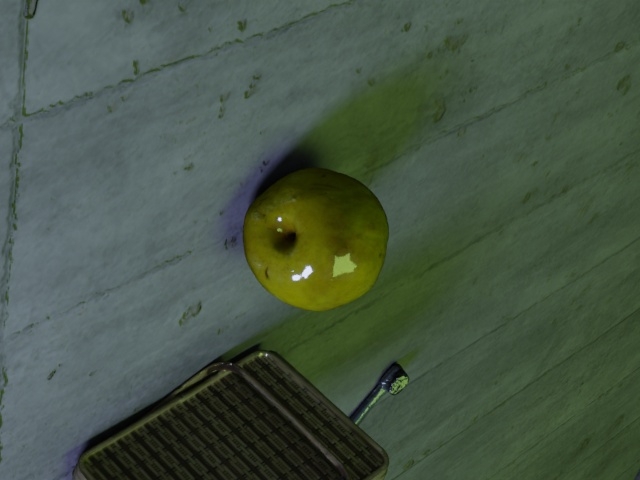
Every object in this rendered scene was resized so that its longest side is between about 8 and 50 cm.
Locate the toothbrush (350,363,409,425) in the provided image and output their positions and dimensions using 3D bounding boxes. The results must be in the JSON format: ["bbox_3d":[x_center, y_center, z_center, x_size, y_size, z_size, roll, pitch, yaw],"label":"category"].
[{"bbox_3d":[0.019,0.290,1.981,0.297,0.030,0.030,-48,127,-4],"label":"toothbrush"}]

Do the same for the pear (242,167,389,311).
[{"bbox_3d":[0.000,0.000,1.469,0.162,0.149,0.148,12,113,-56],"label":"pear"}]

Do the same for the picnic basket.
[{"bbox_3d":[-0.098,0.283,1.578,0.313,0.228,0.175,-27,147,-37],"label":"picnic basket"}]
